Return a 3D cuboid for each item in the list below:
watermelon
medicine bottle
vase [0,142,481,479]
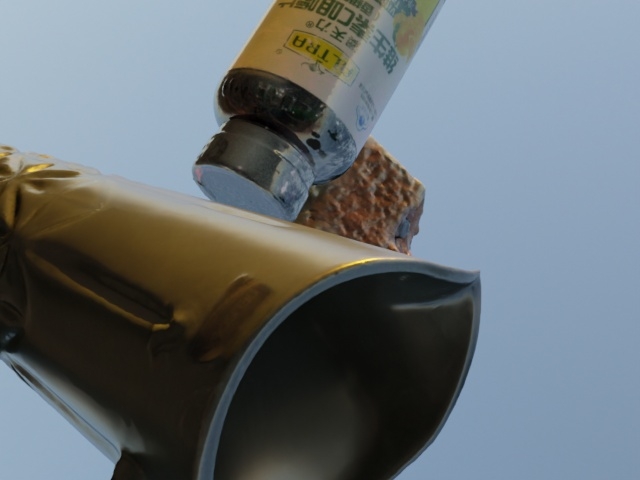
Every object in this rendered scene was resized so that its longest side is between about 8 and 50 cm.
[{"bbox_3d":[-0.004,-0.008,1.192,0.302,0.151,0.264,22,-113,2],"label":"watermelon"},{"bbox_3d":[-0.003,-0.153,0.913,0.141,0.141,0.293,8,-119,45],"label":"medicine bottle"},{"bbox_3d":[-0.104,0.042,0.514,0.300,0.156,0.251,23,-131,34],"label":"vase"}]
